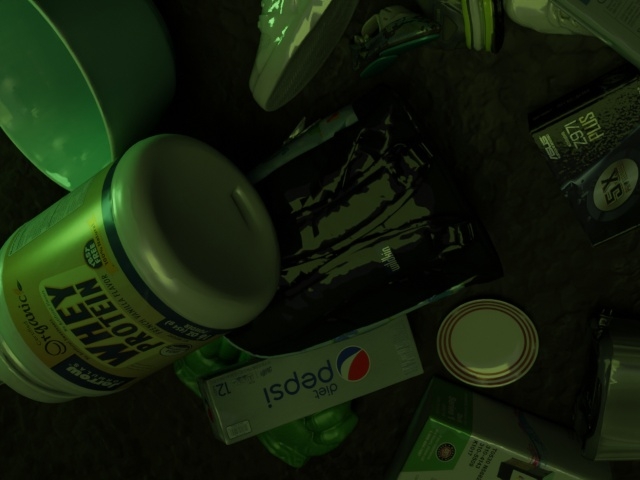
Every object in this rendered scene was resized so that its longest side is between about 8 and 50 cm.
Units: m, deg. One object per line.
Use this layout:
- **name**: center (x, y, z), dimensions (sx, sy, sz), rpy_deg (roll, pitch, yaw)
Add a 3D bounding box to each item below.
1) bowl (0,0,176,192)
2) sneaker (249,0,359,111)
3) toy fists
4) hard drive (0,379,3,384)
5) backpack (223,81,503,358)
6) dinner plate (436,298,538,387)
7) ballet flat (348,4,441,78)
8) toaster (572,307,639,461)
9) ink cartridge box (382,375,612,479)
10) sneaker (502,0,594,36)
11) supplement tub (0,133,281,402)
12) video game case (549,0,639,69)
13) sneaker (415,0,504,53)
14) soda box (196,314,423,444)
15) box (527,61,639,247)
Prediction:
- **bowl**: center (-0.294, -0.224, 1.289), dimensions (0.311, 0.163, 0.311), rpy_deg (32, 144, 27)
- **sneaker**: center (-0.042, -0.307, 1.196), dimensions (0.169, 0.108, 0.292), rpy_deg (36, 113, 13)
- **toy fists**: center (-0.074, 0.206, 1.513), dimensions (0.279, 0.096, 0.142), rpy_deg (39, 111, -7)
- **hard drive**: center (-0.426, 0.119, 1.414), dimensions (0.203, 0.307, 0.040), rpy_deg (-22, 109, 17)
- **backpack**: center (0.000, 0.000, 1.347), dimensions (0.355, 0.273, 0.290), rpy_deg (-35, 105, 1)
- **dinner plate**: center (0.234, 0.143, 1.479), dimensions (0.141, 0.017, 0.141), rpy_deg (3, 113, 8)
- **ballet flat**: center (0.081, -0.246, 1.263), dimensions (0.070, 0.188, 0.070), rpy_deg (3, 82, -24)
- **toaster**: center (0.428, 0.192, 1.412), dimensions (0.146, 0.129, 0.227), rpy_deg (4, 111, 3)
- **ink cartridge box**: center (0.248, 0.347, 1.509), dimensions (0.278, 0.117, 0.201), rpy_deg (22, 114, -1)
- **sneaker**: center (0.331, -0.274, 1.232), dimensions (0.232, 0.115, 0.090), rpy_deg (4, 113, 7)
- **supplement tub**: center (-0.227, 0.043, 1.203), dimensions (0.316, 0.228, 0.228), rpy_deg (-30, 106, 32)
- **video game case**: center (0.351, -0.390, 1.143), dimensions (0.300, 0.036, 0.329), rpy_deg (33, 91, -12)
- **sneaker**: center (0.136, -0.358, 1.236), dimensions (0.121, 0.111, 0.300), rpy_deg (-7, 110, 16)
- **soda box**: center (-0.014, 0.181, 1.413), dimensions (0.286, 0.098, 0.091), rpy_deg (-18, 90, -16)
- **box**: center (0.365, -0.107, 1.319), dimensions (0.147, 0.077, 0.180), rpy_deg (-26, 107, 19)
